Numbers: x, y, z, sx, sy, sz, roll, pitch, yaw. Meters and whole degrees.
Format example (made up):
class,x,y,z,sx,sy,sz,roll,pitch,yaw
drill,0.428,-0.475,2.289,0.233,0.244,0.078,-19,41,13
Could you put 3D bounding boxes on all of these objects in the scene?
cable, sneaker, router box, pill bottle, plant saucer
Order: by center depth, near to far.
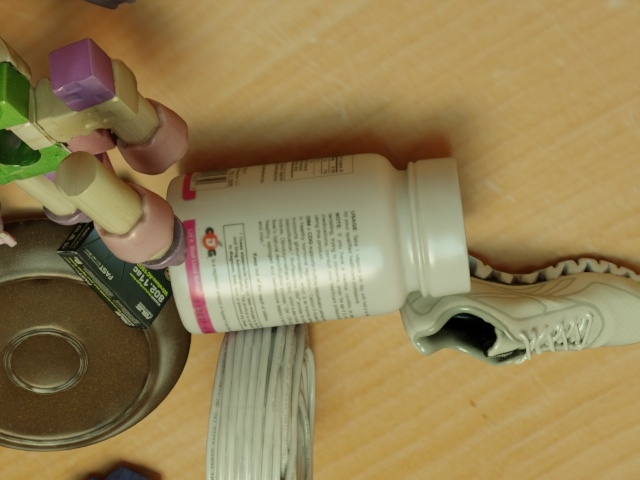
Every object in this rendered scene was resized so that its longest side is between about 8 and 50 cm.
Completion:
class,x,y,z,sx,sy,sz,roll,pitch,yaw
pill bottle,0.000,0.000,1.614,0.283,0.160,0.160,-6,126,5
router box,-0.196,0.017,1.666,0.038,0.092,0.122,0,139,48
cable,-0.057,0.199,1.705,0.089,0.257,0.257,1,169,5
sneaker,0.220,0.084,1.706,0.292,0.118,0.110,4,125,-5
plant saucer,-0.292,0.117,1.748,0.311,0.050,0.310,-3,125,-5

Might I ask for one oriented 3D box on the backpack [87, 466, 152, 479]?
class,x,y,z,sx,sy,sz,roll,pitch,yaw
backpack,-0.241,0.322,1.892,0.101,0.098,0.120,29,123,-10

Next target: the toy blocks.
class,x,y,z,sx,sy,sz,roll,pitch,yaw
toy blocks,-0.256,-0.090,1.521,0.289,0.308,0.260,-14,153,18
